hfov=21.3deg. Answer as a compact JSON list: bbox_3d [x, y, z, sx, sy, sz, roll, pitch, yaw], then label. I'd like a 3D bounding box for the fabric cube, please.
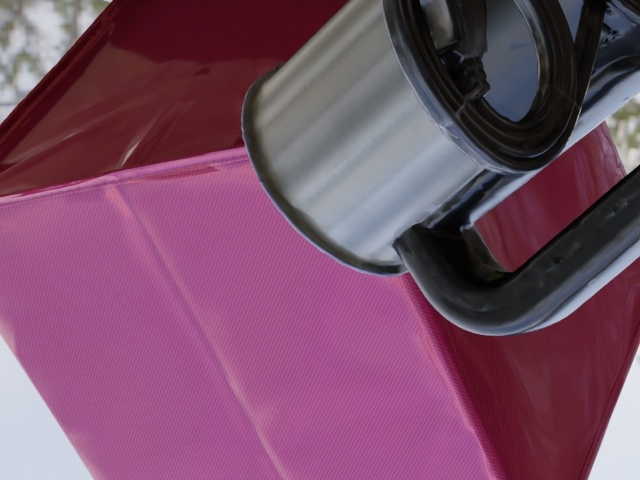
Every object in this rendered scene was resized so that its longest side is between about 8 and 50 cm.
[{"bbox_3d":[0.000,0.000,0.903,0.259,0.258,0.254,-9,-147,33],"label":"fabric cube"}]

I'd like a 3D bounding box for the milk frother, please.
[{"bbox_3d":[0.030,-0.045,0.499,0.143,0.135,0.129,12,-130,-40],"label":"milk frother"}]

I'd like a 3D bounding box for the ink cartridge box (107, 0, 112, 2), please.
[{"bbox_3d":[-0.076,-0.240,1.065,0.148,0.203,0.086,18,-157,-22],"label":"ink cartridge box"}]
